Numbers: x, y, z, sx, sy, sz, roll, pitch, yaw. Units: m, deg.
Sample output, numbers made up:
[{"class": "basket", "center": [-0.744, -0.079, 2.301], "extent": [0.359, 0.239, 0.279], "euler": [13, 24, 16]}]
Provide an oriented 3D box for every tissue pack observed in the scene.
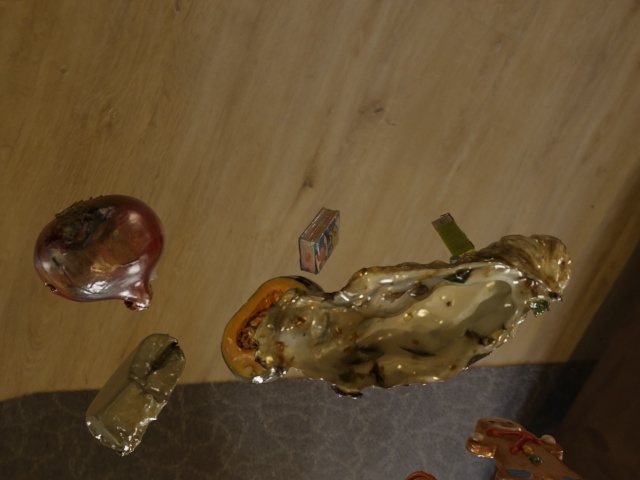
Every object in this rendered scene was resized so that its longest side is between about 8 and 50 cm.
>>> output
[{"class": "tissue pack", "center": [0.000, 0.000, 1.558], "extent": [0.065, 0.155, 0.115], "euler": [14, 133, 19]}]

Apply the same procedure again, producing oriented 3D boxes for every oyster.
[{"class": "oyster", "center": [0.081, 0.062, 0.559], "extent": [0.295, 0.094, 0.166], "euler": [-1, 128, -12]}]

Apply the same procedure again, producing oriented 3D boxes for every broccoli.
[{"class": "broccoli", "center": [0.630, 0.174, 1.790], "extent": [0.160, 0.167, 0.154], "euler": [-22, 95, -21]}]

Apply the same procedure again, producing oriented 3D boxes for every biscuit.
[{"class": "biscuit", "center": [0.412, 0.436, 1.214], "extent": [0.206, 0.324, 0.049], "euler": [5, 93, 1]}]

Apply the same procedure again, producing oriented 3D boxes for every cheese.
[{"class": "cheese", "center": [-0.308, 0.250, 0.977], "extent": [0.091, 0.175, 0.202], "euler": [38, 64, -16]}]

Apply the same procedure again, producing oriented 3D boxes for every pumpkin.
[{"class": "pumpkin", "center": [-0.102, 0.239, 1.495], "extent": [0.317, 0.222, 0.139], "euler": [-45, 154, -6]}]

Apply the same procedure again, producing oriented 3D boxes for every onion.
[{"class": "onion", "center": [-0.599, 0.024, 1.577], "extent": [0.354, 0.353, 0.353], "euler": [-4, 108, -12]}]

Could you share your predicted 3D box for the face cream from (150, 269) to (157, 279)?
[{"class": "face cream", "center": [-0.584, 0.031, 1.798], "extent": [0.096, 0.096, 0.214], "euler": [-18, 90, -7]}]

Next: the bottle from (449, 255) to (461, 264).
[{"class": "bottle", "center": [0.343, 0.081, 1.471], "extent": [0.030, 0.030, 0.083], "euler": [-11, 113, -10]}]

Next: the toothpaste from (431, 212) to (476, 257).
[{"class": "toothpaste", "center": [0.473, 0.018, 2.015], "extent": [0.077, 0.327, 0.110], "euler": [-25, 112, 7]}]

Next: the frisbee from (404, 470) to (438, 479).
[{"class": "frisbee", "center": [0.213, 0.581, 1.204], "extent": [0.035, 0.192, 0.192], "euler": [18, 103, -22]}]
